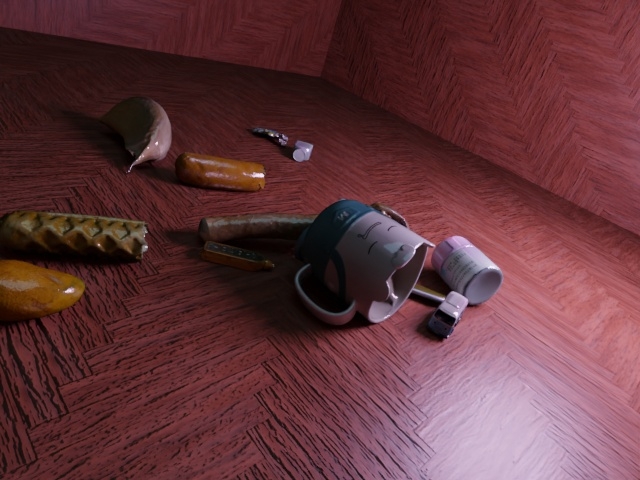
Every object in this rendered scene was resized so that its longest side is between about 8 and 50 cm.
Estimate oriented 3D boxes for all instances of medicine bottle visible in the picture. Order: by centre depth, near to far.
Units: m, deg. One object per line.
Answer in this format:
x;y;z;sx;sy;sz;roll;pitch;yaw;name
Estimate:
0.400;0.080;1.211;0.135;0.135;0.168;4;32;-26;medicine bottle
-0.077;-0.364;1.796;0.074;0.055;0.118;18;27;-3;medicine bottle

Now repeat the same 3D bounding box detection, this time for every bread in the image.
-0.486;-0.009;0.874;0.269;0.087;0.098;6;34;-22;bread

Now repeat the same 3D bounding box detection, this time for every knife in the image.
0.194;0.103;1.150;0.342;0.027;0.061;20;13;7;knife

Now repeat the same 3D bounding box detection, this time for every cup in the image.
0.076;0.058;0.994;0.257;0.219;0.289;35;64;27;cup

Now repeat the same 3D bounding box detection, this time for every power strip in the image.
-0.193;0.040;1.030;0.178;0.028;0.049;14;27;-10;power strip

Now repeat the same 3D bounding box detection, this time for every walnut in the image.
0.164;-0.030;1.218;0.238;0.141;0.204;41;14;22;walnut

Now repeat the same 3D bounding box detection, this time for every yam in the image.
-0.124;-0.031;1.106;0.356;0.081;0.081;-4;34;-20;yam

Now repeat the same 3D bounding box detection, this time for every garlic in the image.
-0.559;-0.324;1.386;0.196;0.151;0.338;-27;55;-19;garlic

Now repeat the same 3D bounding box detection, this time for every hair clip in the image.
-0.208;-0.452;1.894;0.172;0.049;0.116;30;15;37;hair clip

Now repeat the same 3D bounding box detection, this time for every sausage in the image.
-0.300;-0.203;1.328;0.270;0.109;0.109;5;31;-26;sausage

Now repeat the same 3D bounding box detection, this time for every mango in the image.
-0.484;0.084;0.714;0.164;0.089;0.115;15;18;-14;mango

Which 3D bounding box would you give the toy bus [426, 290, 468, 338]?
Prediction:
0.306;0.174;1.047;0.060;0.075;0.123;30;29;22;toy bus
